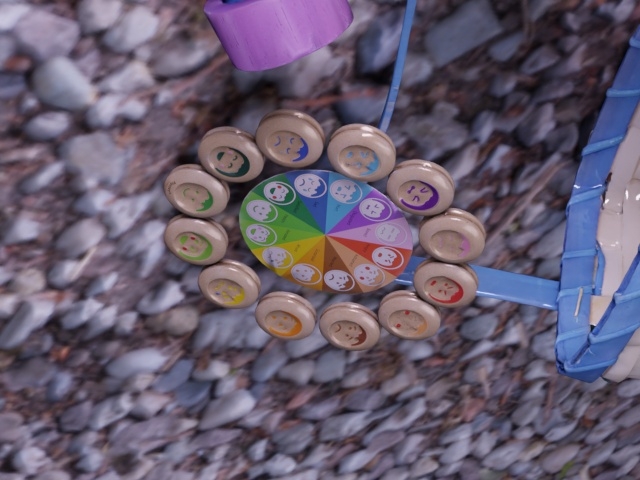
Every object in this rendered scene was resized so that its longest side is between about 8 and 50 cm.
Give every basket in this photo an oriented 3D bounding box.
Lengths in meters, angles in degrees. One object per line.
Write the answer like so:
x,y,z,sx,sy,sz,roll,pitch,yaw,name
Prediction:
0.171,-0.049,1.014,0.289,0.201,0.255,15,135,1,basket

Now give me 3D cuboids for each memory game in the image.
0.000,0.000,1.007,0.186,0.012,0.186,8,137,8,memory game

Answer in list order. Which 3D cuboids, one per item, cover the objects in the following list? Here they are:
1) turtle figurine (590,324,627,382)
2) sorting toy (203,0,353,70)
0.314,0.047,1.279,0.234,0.118,0.175,-6,138,-20,turtle figurine
0.101,-0.203,0.834,0.365,0.127,0.126,-22,111,7,sorting toy
